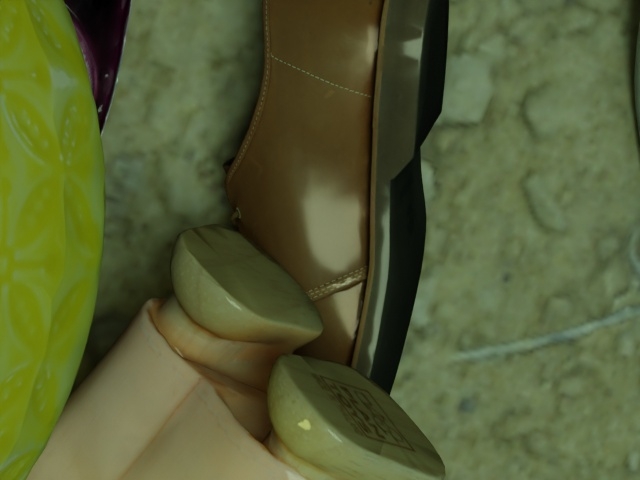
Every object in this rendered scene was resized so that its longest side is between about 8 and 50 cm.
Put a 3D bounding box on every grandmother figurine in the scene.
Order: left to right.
[{"bbox_3d":[-0.107,0.165,0.546,0.342,0.208,0.104,-48,140,13],"label":"grandmother figurine"}]

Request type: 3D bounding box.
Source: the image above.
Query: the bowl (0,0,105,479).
[{"bbox_3d":[-0.216,-0.010,0.397,0.290,0.156,0.289,0,92,12],"label":"bowl"}]

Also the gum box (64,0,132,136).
[{"bbox_3d":[-0.092,-0.116,0.506,0.062,0.107,0.188,10,100,-20],"label":"gum box"}]

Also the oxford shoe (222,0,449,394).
[{"bbox_3d":[0.000,0.000,0.598,0.076,0.076,0.212,8,105,11],"label":"oxford shoe"}]

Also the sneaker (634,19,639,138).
[{"bbox_3d":[0.220,-0.022,0.641,0.147,0.104,0.295,-19,114,-15],"label":"sneaker"}]
